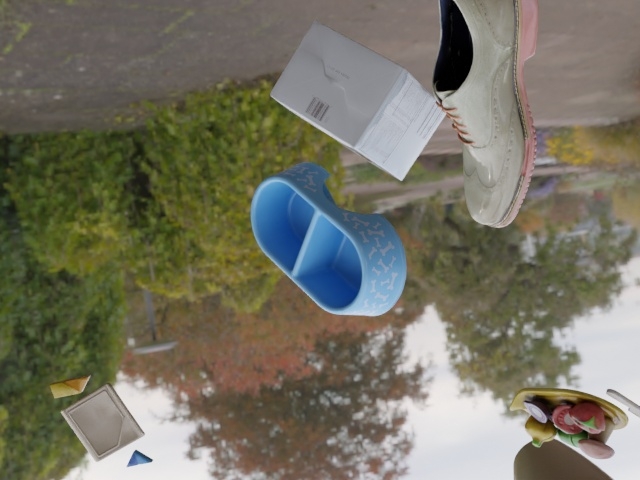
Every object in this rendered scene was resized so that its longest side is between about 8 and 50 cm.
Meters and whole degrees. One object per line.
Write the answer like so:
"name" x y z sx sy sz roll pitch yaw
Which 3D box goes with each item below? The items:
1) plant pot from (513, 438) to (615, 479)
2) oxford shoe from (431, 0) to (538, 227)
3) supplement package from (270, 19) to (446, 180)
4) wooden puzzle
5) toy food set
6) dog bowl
"plant pot" 0.518 0.550 1.800 0.256 0.256 0.274 -9 -153 -5
"oxford shoe" 0.225 -0.197 1.265 0.146 0.397 0.140 -17 -156 -25
"supplement package" 0.067 -0.228 1.414 0.194 0.149 0.203 36 -173 29
"wooden puzzle" -0.225 0.187 0.883 0.078 0.116 0.014 -23 -171 18
"toy food set" 0.370 0.272 1.240 0.128 0.071 0.218 35 153 -25
"dog bowl" 0.000 0.000 1.306 0.074 0.166 0.297 -10 -138 -43
